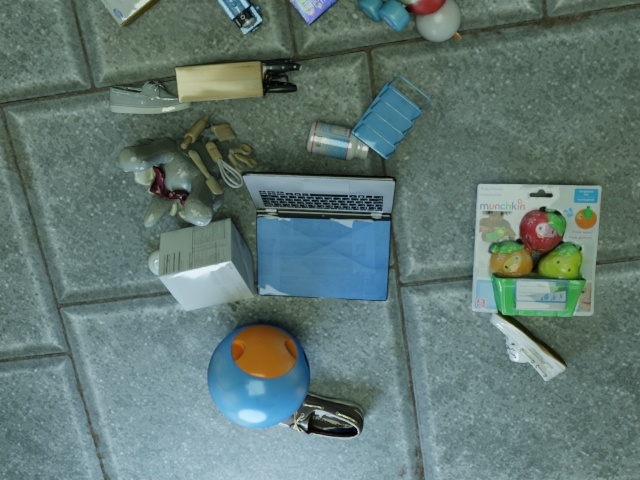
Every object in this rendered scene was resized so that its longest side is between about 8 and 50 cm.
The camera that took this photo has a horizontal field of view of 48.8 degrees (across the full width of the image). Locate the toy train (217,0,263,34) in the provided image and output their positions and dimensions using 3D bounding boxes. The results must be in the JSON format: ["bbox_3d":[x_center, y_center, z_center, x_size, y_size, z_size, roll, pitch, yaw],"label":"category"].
[{"bbox_3d":[-0.220,-0.604,1.771,0.080,0.105,0.184,-34,102,14],"label":"toy train"}]

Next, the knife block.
[{"bbox_3d":[-0.192,-0.405,1.768,0.242,0.275,0.088,8,110,34],"label":"knife block"}]

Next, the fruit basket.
[{"bbox_3d":[0.576,0.028,1.878,0.327,0.165,0.353,2,104,4],"label":"fruit basket"}]

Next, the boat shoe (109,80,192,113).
[{"bbox_3d":[-0.456,-0.383,1.875,0.227,0.079,0.081,1,112,8],"label":"boat shoe"}]

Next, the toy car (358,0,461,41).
[{"bbox_3d":[0.260,-0.570,1.728,0.219,0.210,0.238,-47,127,3],"label":"toy car"}]

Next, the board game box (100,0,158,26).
[{"bbox_3d":[-0.453,-0.732,1.771,0.316,0.064,0.242,-33,102,14],"label":"board game box"}]

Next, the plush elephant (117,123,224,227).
[{"bbox_3d":[-0.389,-0.146,1.864,0.272,0.330,0.255,34,129,-7],"label":"plush elephant"}]

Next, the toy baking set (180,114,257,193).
[{"bbox_3d":[-0.261,-0.227,1.814,0.196,0.256,0.030,36,129,-6],"label":"toy baking set"}]

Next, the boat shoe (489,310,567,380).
[{"bbox_3d":[0.572,0.306,1.998,0.277,0.098,0.096,39,106,-9],"label":"boat shoe"}]

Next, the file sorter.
[{"bbox_3d":[0.181,-0.315,1.797,0.118,0.104,0.170,37,80,-6],"label":"file sorter"}]

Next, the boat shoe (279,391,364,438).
[{"bbox_3d":[-0.031,0.529,2.119,0.324,0.097,0.117,9,108,2],"label":"boat shoe"}]

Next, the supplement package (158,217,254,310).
[{"bbox_3d":[-0.308,0.068,1.929,0.203,0.149,0.194,-12,144,8],"label":"supplement package"}]

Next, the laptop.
[{"bbox_3d":[0.000,0.000,1.885,0.382,0.408,0.236,2,74,4],"label":"laptop"}]

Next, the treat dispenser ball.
[{"bbox_3d":[-0.172,0.379,1.983,0.288,0.288,0.288,1,108,4],"label":"treat dispenser ball"}]

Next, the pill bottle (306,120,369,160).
[{"bbox_3d":[0.049,-0.260,1.867,0.160,0.087,0.087,12,108,1],"label":"pill bottle"}]

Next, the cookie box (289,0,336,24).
[{"bbox_3d":[-0.016,-0.615,1.784,0.107,0.040,0.092,-37,101,15],"label":"cookie box"}]

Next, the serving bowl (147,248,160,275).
[{"bbox_3d":[-0.463,0.067,2.045,0.083,0.027,0.083,2,107,5],"label":"serving bowl"}]
